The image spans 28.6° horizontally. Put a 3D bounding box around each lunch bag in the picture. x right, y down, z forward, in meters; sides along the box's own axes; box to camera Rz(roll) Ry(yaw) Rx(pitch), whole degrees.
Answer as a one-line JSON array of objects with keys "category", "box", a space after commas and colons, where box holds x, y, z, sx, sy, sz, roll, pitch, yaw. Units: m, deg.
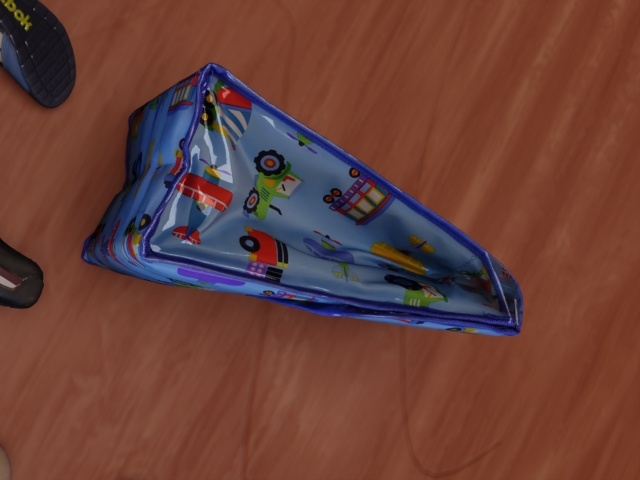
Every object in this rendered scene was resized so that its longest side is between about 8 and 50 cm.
[{"category": "lunch bag", "box": [0.000, 0.000, 0.917, 0.293, 0.221, 0.138, 21, 81, -18]}]

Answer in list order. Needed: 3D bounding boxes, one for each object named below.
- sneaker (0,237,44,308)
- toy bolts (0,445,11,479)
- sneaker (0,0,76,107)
[{"category": "sneaker", "box": [-0.290, -0.079, 0.877, 0.281, 0.106, 0.162, 33, 75, -16]}, {"category": "toy bolts", "box": [-0.296, 0.239, 0.874, 0.218, 0.158, 0.228, 7, 97, 20]}, {"category": "sneaker", "box": [-0.236, -0.160, 0.929, 0.053, 0.059, 0.144, -54, 125, -33]}]
